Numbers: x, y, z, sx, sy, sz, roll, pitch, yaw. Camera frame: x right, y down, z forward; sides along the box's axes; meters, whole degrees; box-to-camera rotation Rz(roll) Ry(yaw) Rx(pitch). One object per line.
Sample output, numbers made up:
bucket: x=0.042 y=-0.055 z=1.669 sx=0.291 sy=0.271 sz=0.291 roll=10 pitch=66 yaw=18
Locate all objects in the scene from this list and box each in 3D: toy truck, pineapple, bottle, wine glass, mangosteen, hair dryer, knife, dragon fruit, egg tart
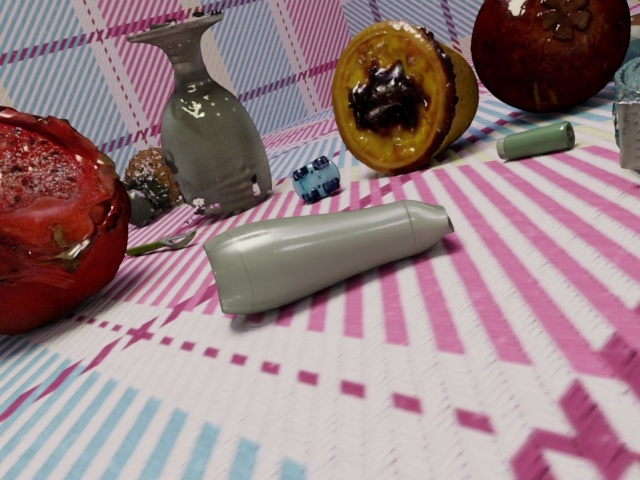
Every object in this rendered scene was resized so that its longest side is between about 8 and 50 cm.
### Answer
toy truck: x=-0.004 y=-0.093 z=0.920 sx=0.073 sy=0.056 sz=0.090 roll=-25 pitch=1 yaw=6
pineapple: x=-0.413 y=-0.116 z=1.418 sx=0.158 sy=0.158 sz=0.278 roll=-18 pitch=26 yaw=11
bottle: x=0.244 y=-0.113 z=0.682 sx=0.083 sy=0.030 sz=0.030 roll=-8 pitch=19 yaw=43
wine glass: x=-0.203 y=-0.210 z=1.045 sx=0.190 sy=0.357 sz=0.190 roll=-9 pitch=23 yaw=4
mangosteen: x=0.331 y=-0.287 z=0.887 sx=0.215 sy=0.215 sz=0.257 roll=-19 pitch=-6 yaw=8
hair dryer: x=0.000 y=0.000 z=0.587 sx=0.206 sy=0.075 sz=0.237 roll=-15 pitch=6 yaw=-4
knife: x=-0.257 y=0.008 z=0.956 sx=0.184 sy=0.026 sz=0.022 roll=-11 pitch=-23 yaw=39
dragon fruit: x=-0.403 y=-0.025 z=0.757 sx=0.302 sy=0.295 sz=0.295 roll=-14 pitch=15 yaw=36
egg tart: x=0.131 y=-0.212 z=0.880 sx=0.215 sy=0.215 sz=0.171 roll=-7 pitch=8 yaw=42

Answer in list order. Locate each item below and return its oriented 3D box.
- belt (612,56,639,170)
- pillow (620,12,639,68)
belt: x=0.324 y=-0.117 z=0.482 sx=0.163 sy=0.082 sz=0.147 roll=-4 pitch=29 yaw=24
pillow: x=0.498 y=-0.322 z=1.021 sx=0.233 sy=0.086 sz=0.214 roll=-15 pitch=4 yaw=30
